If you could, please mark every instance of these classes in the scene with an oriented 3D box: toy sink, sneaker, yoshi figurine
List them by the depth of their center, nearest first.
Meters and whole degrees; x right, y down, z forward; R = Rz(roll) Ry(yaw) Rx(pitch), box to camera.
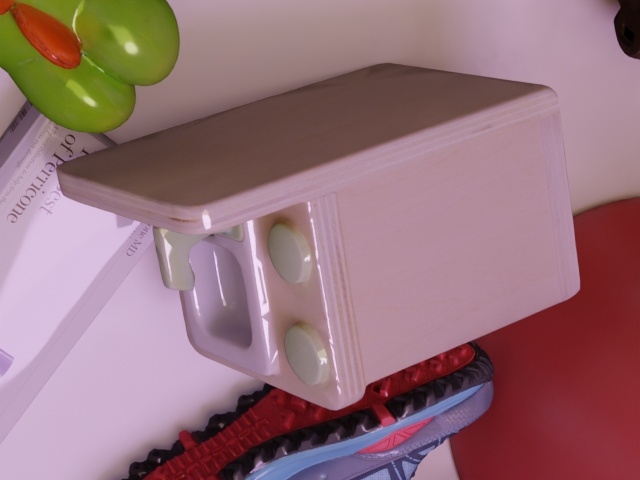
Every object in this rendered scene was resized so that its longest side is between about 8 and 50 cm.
[{"bbox_3d":[-0.216,-0.202,0.949,0.362,0.203,0.203,45,50,-6],"label":"yoshi figurine"},{"bbox_3d":[0.000,0.000,1.000,0.234,0.152,0.131,-20,110,-32],"label":"toy sink"},{"bbox_3d":[-0.005,0.147,1.120,0.262,0.104,0.125,-29,123,2],"label":"sneaker"}]

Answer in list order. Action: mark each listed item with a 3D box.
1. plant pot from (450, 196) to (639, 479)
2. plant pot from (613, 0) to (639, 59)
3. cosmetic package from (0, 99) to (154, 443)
[{"bbox_3d":[0.239,0.131,1.086,0.275,0.243,0.275,-4,105,-14],"label":"plant pot"},{"bbox_3d":[0.265,-0.157,1.068,0.165,0.167,0.167,8,103,-7],"label":"plant pot"},{"bbox_3d":[-0.189,0.040,1.050,0.099,0.060,0.239,35,93,-22],"label":"cosmetic package"}]
